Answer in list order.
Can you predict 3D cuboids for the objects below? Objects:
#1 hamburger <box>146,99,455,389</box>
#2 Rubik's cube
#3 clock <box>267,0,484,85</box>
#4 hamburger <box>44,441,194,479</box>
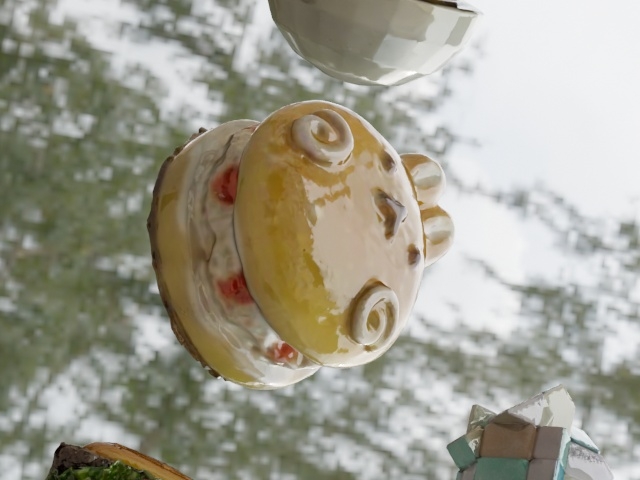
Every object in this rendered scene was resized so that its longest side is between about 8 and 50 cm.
[{"bbox_3d":[0.000,0.000,1.719,0.186,0.302,0.261,-15,-101,31],"label":"hamburger"},{"bbox_3d":[0.110,0.117,0.977,0.084,0.073,0.075,-16,-130,14],"label":"Rubik's cube"},{"bbox_3d":[0.070,-0.294,1.140,0.184,0.342,0.326,17,-121,25],"label":"clock"},{"bbox_3d":[-0.138,0.229,1.336,0.087,0.166,0.137,-68,-179,-55],"label":"hamburger"}]
